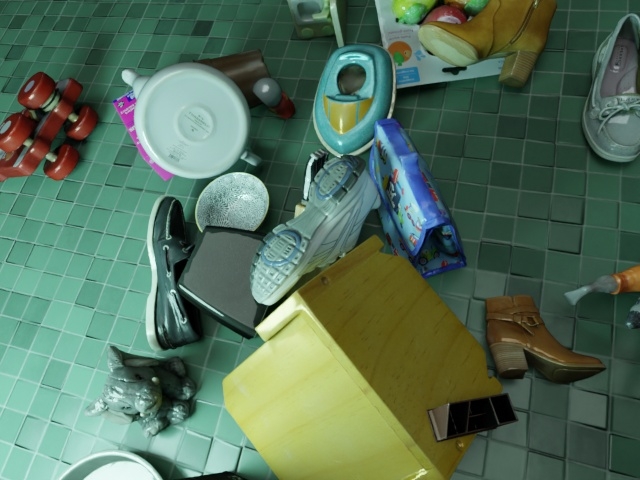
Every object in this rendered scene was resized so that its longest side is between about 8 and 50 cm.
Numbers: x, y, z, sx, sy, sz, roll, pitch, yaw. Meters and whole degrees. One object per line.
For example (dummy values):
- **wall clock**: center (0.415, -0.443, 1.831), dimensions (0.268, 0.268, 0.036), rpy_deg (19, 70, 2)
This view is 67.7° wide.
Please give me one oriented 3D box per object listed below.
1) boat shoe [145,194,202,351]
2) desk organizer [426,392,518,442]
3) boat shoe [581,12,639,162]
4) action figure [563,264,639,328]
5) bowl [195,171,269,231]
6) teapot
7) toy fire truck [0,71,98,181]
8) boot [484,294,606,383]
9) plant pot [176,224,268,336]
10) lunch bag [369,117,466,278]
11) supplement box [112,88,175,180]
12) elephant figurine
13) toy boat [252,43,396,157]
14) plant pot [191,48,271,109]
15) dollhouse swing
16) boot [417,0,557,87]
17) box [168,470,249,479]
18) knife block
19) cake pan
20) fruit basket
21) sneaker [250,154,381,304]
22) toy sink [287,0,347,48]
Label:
- **boat shoe**: center (-0.298, 0.060, 1.023), dimensions (0.113, 0.127, 0.340), rpy_deg (-6, 68, 9)
- **desk organizer**: center (0.229, 0.263, 0.715), dimensions (0.130, 0.050, 0.047), rpy_deg (3, 59, -30)
- **boat shoe**: center (0.620, -0.312, 0.983), dimensions (0.118, 0.103, 0.320), rpy_deg (11, 70, 17)
- **action figure**: center (0.628, 0.093, 0.745), dimensions (0.330, 0.178, 0.341), rpy_deg (-36, 50, -1)
- **bowl**: center (-0.185, -0.061, 1.072), dimensions (0.170, 0.080, 0.170), rpy_deg (-4, 68, 11)
- **teapot**: center (-0.272, -0.260, 1.038), dimensions (0.252, 0.256, 0.187), rpy_deg (-15, 22, -12)
- **toy fire truck**: center (-0.759, -0.297, 1.268), dimensions (0.254, 0.169, 0.302), rpy_deg (3, 66, 34)
- **boot**: center (0.396, 0.170, 0.855), dimensions (0.197, 0.073, 0.152), rpy_deg (6, 51, -4)
- **plant pot**: center (-0.172, 0.071, 0.928), dimensions (0.167, 0.188, 0.187), rpy_deg (24, 73, -5)
- **lunch bag**: center (0.176, -0.076, 0.879), dimensions (0.138, 0.293, 0.221), rpy_deg (-20, 65, 4)
- **supplement box**: center (-0.409, -0.276, 1.195), dimensions (0.111, 0.114, 0.220), rpy_deg (-34, 67, -4)
- **elephant figurine**: center (-0.347, 0.270, 0.883), dimensions (0.186, 0.239, 0.169), rpy_deg (-26, 65, 1)
- **toy boat**: center (0.010, -0.320, 1.084), dimensions (0.318, 0.148, 0.267), rpy_deg (5, 85, 20)
- **plant pot**: center (-0.208, -0.386, 1.178), dimensions (0.165, 0.167, 0.167), rpy_deg (-20, 65, -5)
- **dollhouse swing**: center (0.056, 0.250, 0.856), dimensions (0.347, 0.305, 0.315), rpy_deg (50, 48, 8)
- **boot**: center (0.364, -0.480, 1.030), dimensions (0.295, 0.104, 0.211), rpy_deg (17, 92, -18)
- **box**: center (-0.068, 0.534, 0.583), dimensions (0.480, 0.472, 0.297), rpy_deg (17, 71, 19)
- **knife block**: center (-0.002, -0.029, 0.928), dimensions (0.088, 0.242, 0.275), rpy_deg (18, 73, 20)
- **cake pan**: center (-0.393, 0.545, 0.882), dimensions (0.293, 0.054, 0.293), rpy_deg (-5, 67, 11)
- **fruit basket**: center (0.296, -0.546, 1.118), dimensions (0.327, 0.165, 0.353), rpy_deg (-8, 76, -1)
- **sneaker**: center (0.000, 0.000, 0.816), dimensions (0.297, 0.129, 0.111), rpy_deg (-48, 43, 2)
- **toy sink**: center (-0.007, -0.619, 1.225), dimensions (0.131, 0.153, 0.234), rpy_deg (-2, 69, 12)
